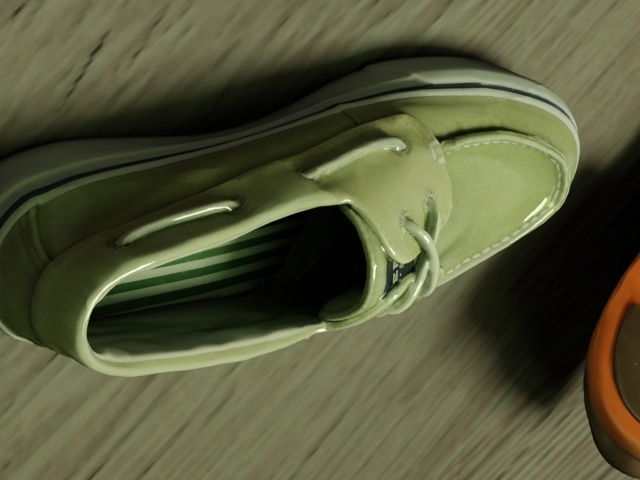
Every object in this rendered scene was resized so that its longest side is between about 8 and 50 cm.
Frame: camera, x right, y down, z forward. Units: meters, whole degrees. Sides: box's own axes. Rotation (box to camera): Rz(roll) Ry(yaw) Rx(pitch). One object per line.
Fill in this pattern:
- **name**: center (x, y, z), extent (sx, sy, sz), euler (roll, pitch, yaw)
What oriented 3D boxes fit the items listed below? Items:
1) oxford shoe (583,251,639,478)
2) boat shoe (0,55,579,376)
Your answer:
- **oxford shoe**: center (0.246, -0.034, 1.018), extent (0.363, 0.130, 0.133), euler (-49, 171, -13)
- **boat shoe**: center (0.000, 0.000, 0.815), extent (0.302, 0.094, 0.109), euler (-15, 127, -33)
